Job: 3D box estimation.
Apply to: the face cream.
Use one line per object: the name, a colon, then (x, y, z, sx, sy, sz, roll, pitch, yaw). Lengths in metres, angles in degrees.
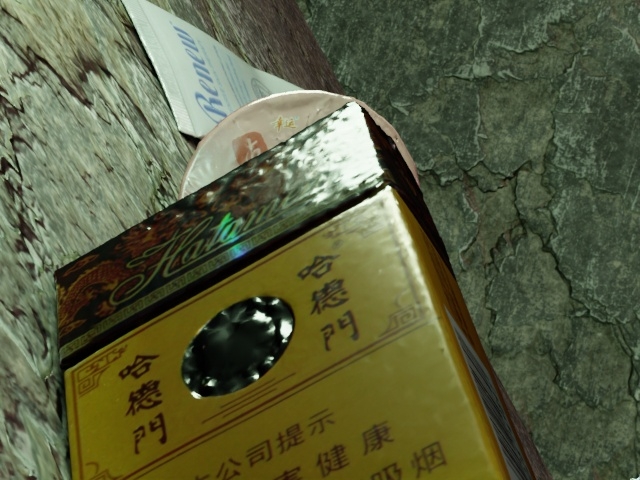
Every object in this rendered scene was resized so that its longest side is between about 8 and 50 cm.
face cream: (-0.100, -0.163, 2.167, 0.420, 0.137, 0.235, 26, 34, -55)

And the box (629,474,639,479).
box: (0.384, 0.483, 2.149, 0.116, 0.261, 0.279, 52, 11, -54)

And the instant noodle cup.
instant noodle cup: (0.000, 0.000, 1.719, 0.243, 0.243, 0.231, 63, 3, 21)

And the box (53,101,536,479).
box: (-0.025, 0.106, 1.066, 0.116, 0.264, 0.415, 53, 13, -34)
